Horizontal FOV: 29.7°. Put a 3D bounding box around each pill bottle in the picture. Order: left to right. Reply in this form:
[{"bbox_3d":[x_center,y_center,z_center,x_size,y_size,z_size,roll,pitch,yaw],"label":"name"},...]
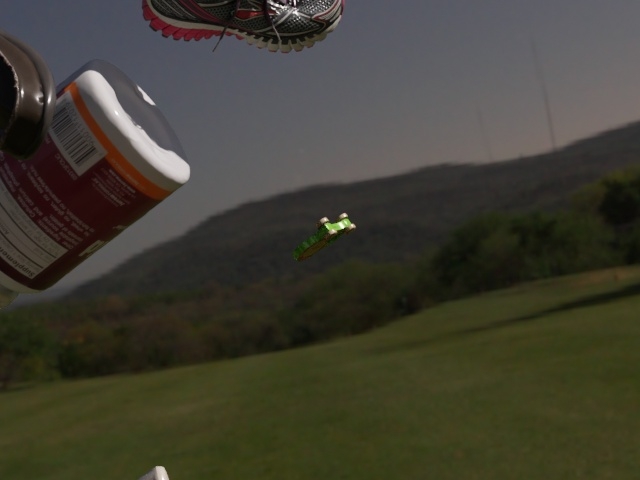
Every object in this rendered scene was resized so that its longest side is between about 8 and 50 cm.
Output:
[{"bbox_3d":[-0.405,-0.063,1.758,0.392,0.224,0.224,-36,-9,12],"label":"pill bottle"}]

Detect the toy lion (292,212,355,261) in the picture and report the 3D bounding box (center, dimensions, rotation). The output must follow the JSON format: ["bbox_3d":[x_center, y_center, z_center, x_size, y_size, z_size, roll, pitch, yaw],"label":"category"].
[{"bbox_3d":[0.000,0.000,2.025,0.096,0.034,0.100,-45,-16,30],"label":"toy lion"}]

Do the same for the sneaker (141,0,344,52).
[{"bbox_3d":[-0.103,-0.348,1.746,0.299,0.121,0.112,-3,-30,-22],"label":"sneaker"}]

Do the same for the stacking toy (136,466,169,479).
[{"bbox_3d":[-0.177,0.285,1.077,0.309,0.130,0.279,-30,-50,8],"label":"stacking toy"}]

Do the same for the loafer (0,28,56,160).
[{"bbox_3d":[-0.280,-0.135,0.913,0.078,0.080,0.220,1,35,-50],"label":"loafer"}]
